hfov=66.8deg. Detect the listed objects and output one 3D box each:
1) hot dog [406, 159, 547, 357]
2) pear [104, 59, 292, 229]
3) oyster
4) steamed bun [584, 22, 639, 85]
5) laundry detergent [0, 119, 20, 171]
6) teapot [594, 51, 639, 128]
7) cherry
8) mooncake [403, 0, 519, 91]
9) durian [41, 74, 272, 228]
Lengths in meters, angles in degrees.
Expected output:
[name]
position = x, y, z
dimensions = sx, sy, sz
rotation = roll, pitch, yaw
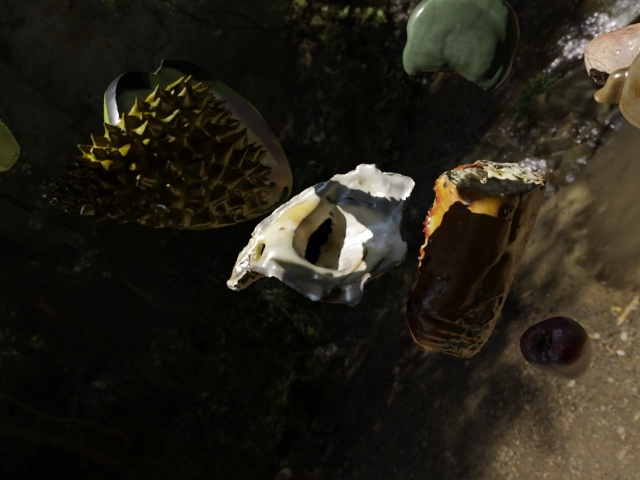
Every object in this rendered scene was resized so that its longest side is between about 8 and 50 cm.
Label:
[hot dog]
position = 0.285, 0.035, 0.941
dimensions = 0.367, 0.196, 0.364
rotation = -25, -52, -62
[pear]
position = -0.261, -0.163, 0.980
dimensions = 0.165, 0.399, 0.398
rotation = -39, 12, 32
[oyster]
position = 0.006, 0.005, 0.739
dimensions = 0.271, 0.100, 0.275
rotation = 25, 72, 46
[steamed bun]
position = 0.475, -0.245, 0.678
dimensions = 0.175, 0.145, 0.106
rotation = 25, 114, 48
[laundry detergent]
position = -0.720, -0.204, 0.919
dimensions = 0.181, 0.254, 0.091
rotation = 72, -151, -59
[teapot]
position = 0.277, -0.144, 0.388
dimensions = 0.110, 0.085, 0.080
rotation = -65, -25, -16
[cherry]
position = 0.390, 0.178, 0.808
dimensions = 0.106, 0.126, 0.086
rotation = -10, 51, 26
[mooncake]
position = 0.216, -0.306, 0.754
dimensions = 0.168, 0.175, 0.104
rotation = -41, 14, 26
[durian]
position = -0.154, -0.090, 0.583
dimensions = 0.167, 0.172, 0.306
rotation = -27, 18, 19
